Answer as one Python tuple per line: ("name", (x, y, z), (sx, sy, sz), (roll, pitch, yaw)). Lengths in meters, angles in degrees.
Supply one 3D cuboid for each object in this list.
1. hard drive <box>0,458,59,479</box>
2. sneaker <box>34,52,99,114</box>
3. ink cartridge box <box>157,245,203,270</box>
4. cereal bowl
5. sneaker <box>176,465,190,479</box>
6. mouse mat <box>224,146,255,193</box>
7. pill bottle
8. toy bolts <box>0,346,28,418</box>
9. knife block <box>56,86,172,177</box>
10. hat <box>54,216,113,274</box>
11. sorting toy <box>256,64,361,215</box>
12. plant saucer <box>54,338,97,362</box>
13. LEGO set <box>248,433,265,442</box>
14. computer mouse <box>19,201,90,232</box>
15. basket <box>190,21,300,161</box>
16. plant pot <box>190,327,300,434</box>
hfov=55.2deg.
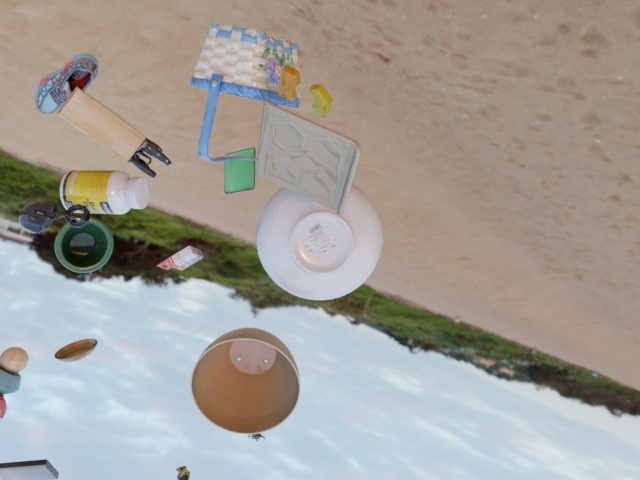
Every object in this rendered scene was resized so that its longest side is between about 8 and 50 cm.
("hard drive", (-0.764, 0.601, 1.592), (0.135, 0.022, 0.094), (-5, 138, -2))
("sneaker", (-0.833, -0.499, 1.989), (0.104, 0.262, 0.125), (41, -165, -41))
("ink cartridge box", (-0.394, 0.059, 1.718), (0.029, 0.115, 0.063), (63, -170, 21))
("cereal bowl", (0.000, 0.000, 1.587), (0.339, 0.339, 0.141), (21, -173, -5))
("sneaker", (-0.315, 0.553, 1.422), (0.031, 0.035, 0.083), (-16, -173, -15))
("mouse mat", (-0.292, -0.250, 2.210), (0.007, 0.152, 0.190), (4, 176, -42))
("pill bottle", (-0.503, -0.113, 1.437), (0.184, 0.103, 0.103), (2, 174, 11))
("toy bolts", (-0.779, 0.274, 1.370), (0.228, 0.158, 0.218), (27, 167, 13))
("knife block", (-0.533, -0.273, 1.641), (0.242, 0.088, 0.276), (37, 180, 9))
("hat", (-0.781, 0.011, 2.014), (0.173, 0.208, 0.183), (26, 180, -24))
("sorting toy", (-0.022, -0.202, 1.244), (0.229, 0.041, 0.307), (29, 143, 10))
("plant saucer", (-0.479, 0.219, 1.206), (0.083, 0.015, 0.083), (-11, -164, 3))
("LEGO set", (-0.202, 0.608, 1.921), (0.054, 0.023, 0.083), (15, 178, -30))
("computer mouse", (-0.583, -0.055, 1.326), (0.242, 0.071, 0.041), (0, 147, 34))
("basket", (-0.165, -0.316, 1.347), (0.201, 0.289, 0.255), (20, -163, 23))
("plant pot", (-0.192, 0.349, 1.662), (0.284, 0.284, 0.191), (21, -163, -6))
